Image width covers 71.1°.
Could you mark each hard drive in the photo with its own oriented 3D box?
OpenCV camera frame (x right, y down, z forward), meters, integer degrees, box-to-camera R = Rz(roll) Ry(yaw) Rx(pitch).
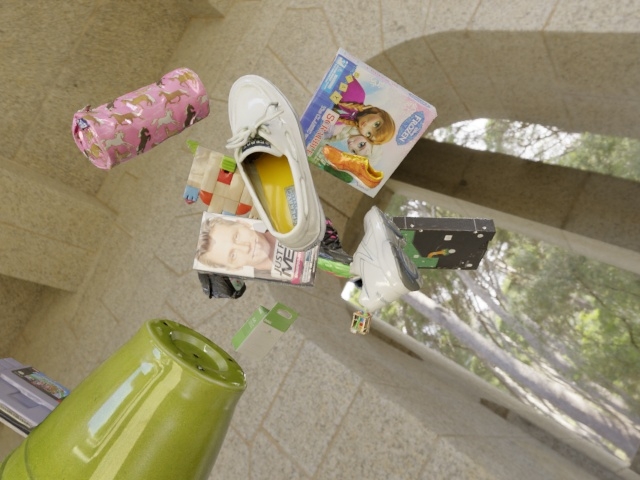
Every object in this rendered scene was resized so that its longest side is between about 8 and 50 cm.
[{"bbox_3d":[0.398,0.012,1.545,0.237,0.338,0.064,88,-177,-53],"label":"hard drive"}]

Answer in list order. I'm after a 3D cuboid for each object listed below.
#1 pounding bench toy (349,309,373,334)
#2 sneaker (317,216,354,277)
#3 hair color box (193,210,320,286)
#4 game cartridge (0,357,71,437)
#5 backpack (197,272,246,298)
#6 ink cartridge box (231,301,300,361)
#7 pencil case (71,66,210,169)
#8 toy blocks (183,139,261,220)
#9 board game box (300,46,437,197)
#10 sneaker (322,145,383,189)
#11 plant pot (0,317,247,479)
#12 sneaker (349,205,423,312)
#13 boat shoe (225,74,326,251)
[{"bbox_3d":[0.127,0.262,1.435,0.083,0.052,0.065,5,-82,-66],"label":"pounding bench toy"},{"bbox_3d":[0.000,0.000,1.887,0.202,0.482,0.185,-57,-33,-1],"label":"sneaker"},{"bbox_3d":[-0.179,0.033,1.315,0.105,0.347,0.174,113,165,-79],"label":"hair color box"},{"bbox_3d":[-0.772,0.431,1.203,0.068,0.355,0.230,-60,-4,-3],"label":"game cartridge"},{"bbox_3d":[-0.350,0.113,1.570,0.115,0.151,0.182,-66,-36,-51],"label":"backpack"},{"bbox_3d":[-0.177,0.281,1.446,0.109,0.062,0.209,37,-85,-36],"label":"ink cartridge box"},{"bbox_3d":[-0.502,-0.357,1.286,0.386,0.160,0.167,-40,-42,-32],"label":"pencil case"},{"bbox_3d":[-0.335,-0.175,1.629,0.381,0.191,0.261,18,-78,-11],"label":"toy blocks"},{"bbox_3d":[0.109,-0.322,1.291,0.318,0.066,0.319,26,-54,-13],"label":"board game box"},{"bbox_3d":[0.085,-0.199,1.146,0.175,0.067,0.064,27,-136,-17],"label":"sneaker"},{"bbox_3d":[-0.334,0.357,0.870,0.353,0.366,0.366,-56,-43,-4],"label":"plant pot"},{"bbox_3d":[0.111,0.027,0.922,0.129,0.297,0.111,-39,-70,19],"label":"sneaker"},{"bbox_3d":[-0.103,-0.158,0.793,0.156,0.135,0.367,29,-138,-71],"label":"boat shoe"}]
